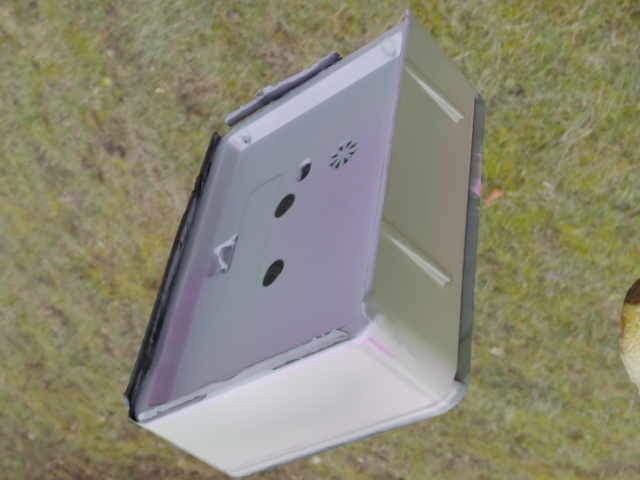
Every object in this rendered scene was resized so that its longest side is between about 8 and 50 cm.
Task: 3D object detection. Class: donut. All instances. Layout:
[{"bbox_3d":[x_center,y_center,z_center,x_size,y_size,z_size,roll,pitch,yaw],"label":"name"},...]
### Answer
[{"bbox_3d":[0.431,0.106,1.151,0.141,0.217,0.085,29,147,-12],"label":"donut"}]

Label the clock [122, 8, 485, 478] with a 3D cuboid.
[{"bbox_3d":[0.000,0.000,0.461,0.147,0.192,0.071,-27,127,35],"label":"clock"}]
